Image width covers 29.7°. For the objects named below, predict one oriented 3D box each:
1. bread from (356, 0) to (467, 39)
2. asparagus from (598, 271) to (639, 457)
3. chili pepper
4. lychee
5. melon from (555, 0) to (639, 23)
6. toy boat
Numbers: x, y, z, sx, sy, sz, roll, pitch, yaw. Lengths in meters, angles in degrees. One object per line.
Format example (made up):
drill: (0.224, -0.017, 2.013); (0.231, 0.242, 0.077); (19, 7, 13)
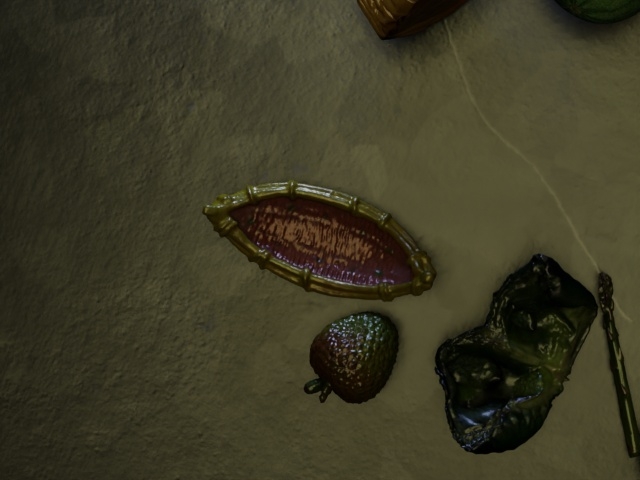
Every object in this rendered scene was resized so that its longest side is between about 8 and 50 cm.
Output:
bread: (0.135, -0.343, 1.524); (0.199, 0.199, 0.104); (-34, 85, 7)
asparagus: (0.388, 0.161, 1.570); (0.025, 0.024, 0.248); (-10, 92, 32)
chili pepper: (0.246, 0.151, 1.558); (0.148, 0.116, 0.264); (28, 87, -31)
lychee: (0.040, 0.156, 1.582); (0.114, 0.114, 0.146); (43, 76, 6)
melon: (0.389, -0.406, 1.495); (0.182, 0.182, 0.287); (34, 97, 7)
toy boat: (0.003, 0.001, 1.595); (0.318, 0.099, 0.141); (18, 89, 10)
